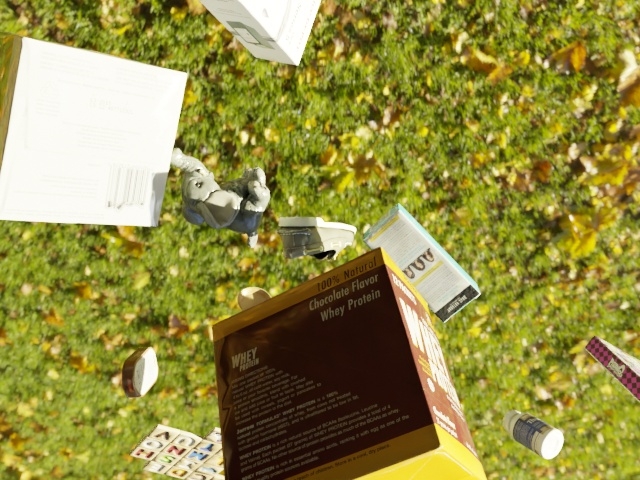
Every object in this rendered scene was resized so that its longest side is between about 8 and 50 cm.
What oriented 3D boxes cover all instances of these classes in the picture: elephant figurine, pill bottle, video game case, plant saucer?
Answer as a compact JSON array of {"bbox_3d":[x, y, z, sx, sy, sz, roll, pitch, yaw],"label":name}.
[{"bbox_3d":[-0.253,-0.097,1.528,0.240,0.185,0.169,-4,149,-33],"label":"elephant figurine"},{"bbox_3d":[0.448,0.408,1.401,0.067,0.120,0.067,-7,105,-28],"label":"pill bottle"},{"bbox_3d":[0.659,0.292,1.292,0.210,0.232,0.041,29,102,-11],"label":"video game case"},{"bbox_3d":[-0.153,0.145,1.526,0.084,0.083,0.015,11,137,-11],"label":"plant saucer"}]

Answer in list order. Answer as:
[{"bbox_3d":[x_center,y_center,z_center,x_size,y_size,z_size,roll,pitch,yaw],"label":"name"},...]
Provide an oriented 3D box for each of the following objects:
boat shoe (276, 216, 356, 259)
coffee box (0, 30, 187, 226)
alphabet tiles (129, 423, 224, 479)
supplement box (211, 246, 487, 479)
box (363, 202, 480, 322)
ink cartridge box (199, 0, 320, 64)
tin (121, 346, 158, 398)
[{"bbox_3d":[-0.004,0.000,1.499,0.109,0.091,0.305,-1,177,26],"label":"boat shoe"},{"bbox_3d":[-0.536,-0.239,1.394,0.338,0.334,0.338,3,105,-42],"label":"coffee box"},{"bbox_3d":[-0.187,0.364,1.105,0.237,0.009,0.198,24,132,-24],"label":"alphabet tiles"},{"bbox_3d":[0.020,0.147,0.609,0.191,0.194,0.129,-26,140,15],"label":"supplement box"},{"bbox_3d":[0.207,0.046,1.349,0.100,0.060,0.244,-42,98,17],"label":"box"},{"bbox_3d":[-0.106,-0.483,1.239,0.115,0.198,0.273,18,177,22],"label":"ink cartridge box"},{"bbox_3d":[-0.477,0.350,1.751,0.040,0.189,0.106,-3,100,4],"label":"tin"}]
